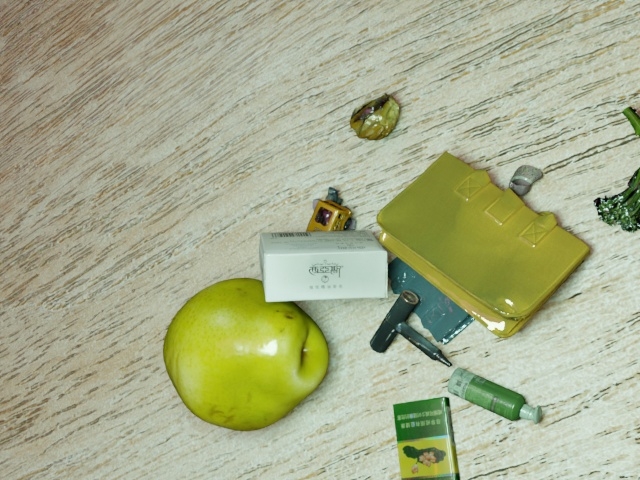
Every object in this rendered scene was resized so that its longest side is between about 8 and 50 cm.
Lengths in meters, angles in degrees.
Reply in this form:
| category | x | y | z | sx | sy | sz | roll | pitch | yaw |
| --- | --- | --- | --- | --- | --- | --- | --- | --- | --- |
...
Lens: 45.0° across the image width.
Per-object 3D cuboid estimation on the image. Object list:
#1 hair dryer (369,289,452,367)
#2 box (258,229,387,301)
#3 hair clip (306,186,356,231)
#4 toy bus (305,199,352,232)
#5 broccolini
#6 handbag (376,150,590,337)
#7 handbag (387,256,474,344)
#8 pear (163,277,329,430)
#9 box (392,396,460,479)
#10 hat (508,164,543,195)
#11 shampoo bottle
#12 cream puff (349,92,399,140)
| category | x | y | z | sx | sy | sz | roll | pitch | yaw |
| --- | --- | --- | --- | --- | --- | --- | --- | --- | --- |
| hair dryer | 0.211 | 0.239 | 1.752 | 0.195 | 0.050 | 0.173 | 50 | 130 | 28 |
| box | 0.001 | 0.054 | 1.770 | 0.274 | 0.203 | 0.116 | -2 | 104 | -8 |
| hair clip | 0.024 | -0.043 | 1.981 | 0.146 | 0.056 | 0.187 | 12 | 92 | 32 |
| toy bus | 0.000 | 0.000 | 1.914 | 0.083 | 0.088 | 0.194 | 27 | 101 | 24 |
| broccolini | 0.635 | -0.147 | 1.625 | 0.123 | 0.062 | 0.271 | -2 | 81 | 15 |
| handbag | 0.346 | 0.001 | 1.680 | 0.283 | 0.133 | 0.401 | -43 | 61 | -16 |
| handbag | 0.263 | 0.108 | 1.780 | 0.179 | 0.062 | 0.229 | -43 | 59 | 14 |
| pear | -0.181 | 0.271 | 1.838 | 0.418 | 0.362 | 0.362 | -11 | 71 | 36 |
| box | 0.236 | 0.473 | 1.712 | 0.132 | 0.034 | 0.235 | -15 | 69 | 27 |
| hat | 0.462 | -0.131 | 1.745 | 0.058 | 0.042 | 0.087 | 34 | 61 | 30 |
| shampoo bottle | 0.374 | 0.336 | 1.648 | 0.205 | 0.065 | 0.065 | 21 | 88 | 34 |
| cream puff | 0.141 | -0.306 | 1.942 | 0.133 | 0.119 | 0.104 | -35 | 98 | -6 |
